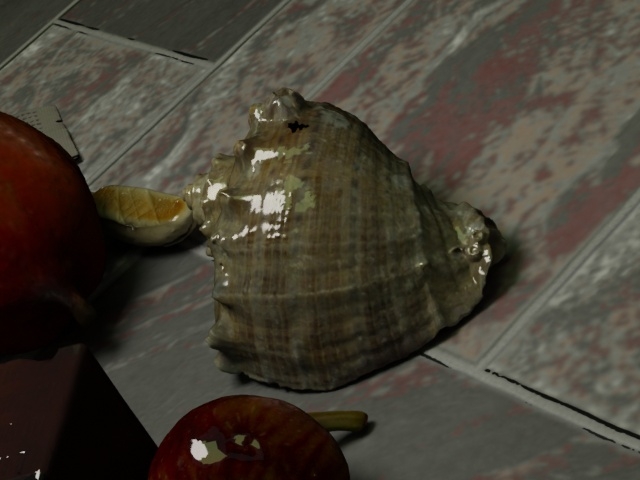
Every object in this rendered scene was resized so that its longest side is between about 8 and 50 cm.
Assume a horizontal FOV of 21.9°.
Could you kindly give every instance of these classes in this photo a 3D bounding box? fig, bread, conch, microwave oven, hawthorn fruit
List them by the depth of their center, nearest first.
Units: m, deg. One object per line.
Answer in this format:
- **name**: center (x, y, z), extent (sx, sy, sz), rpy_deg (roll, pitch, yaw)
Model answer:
- **fig**: center (-0.056, 0.201, 1.440), extent (0.175, 0.175, 0.207), rpy_deg (-21, 21, 17)
- **microwave oven**: center (-0.243, 0.245, 1.444), extent (0.178, 0.247, 0.188), rpy_deg (-13, 39, 22)
- **conch**: center (-0.011, -0.009, 1.629), extent (0.352, 0.210, 0.297), rpy_deg (1, 61, 42)
- **hawthorn fruit**: center (-0.381, -0.010, 1.840), extent (0.295, 0.295, 0.311), rpy_deg (-35, 24, -4)
- **bread**: center (-0.213, -0.024, 1.931), extent (0.214, 0.053, 0.073), rpy_deg (11, 49, 49)

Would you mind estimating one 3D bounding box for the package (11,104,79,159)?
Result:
- **package**: center (-0.455, -0.097, 2.213), extent (0.251, 0.062, 0.204), rpy_deg (-30, 35, -4)
